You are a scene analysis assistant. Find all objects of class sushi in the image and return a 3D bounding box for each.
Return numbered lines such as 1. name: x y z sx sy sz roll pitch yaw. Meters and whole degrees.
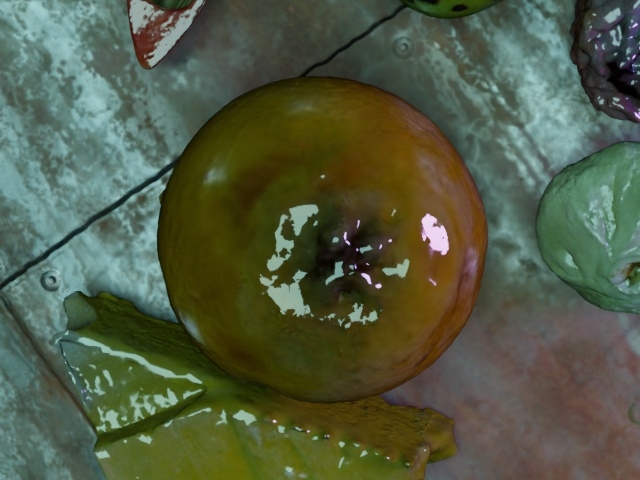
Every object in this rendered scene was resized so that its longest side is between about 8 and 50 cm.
1. sushi: 0.378 -0.198 1.714 0.270 0.171 0.236 10 98 1

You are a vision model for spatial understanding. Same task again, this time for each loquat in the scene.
1. loquat: 0.000 0.000 1.717 0.328 0.328 0.328 1 97 7

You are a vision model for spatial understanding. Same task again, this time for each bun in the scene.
1. bun: 0.306 -0.002 1.743 0.195 0.118 0.195 10 132 11

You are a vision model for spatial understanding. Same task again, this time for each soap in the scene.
1. soap: -0.062 0.152 1.813 0.338 0.169 0.304 -20 104 9

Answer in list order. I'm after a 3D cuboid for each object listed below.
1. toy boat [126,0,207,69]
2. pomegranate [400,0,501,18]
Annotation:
1. toy boat: -0.126 -0.365 1.802 0.136 0.079 0.392 14 97 3
2. pomegranate: 0.133 -0.332 1.673 0.231 0.286 0.231 0 88 -14
